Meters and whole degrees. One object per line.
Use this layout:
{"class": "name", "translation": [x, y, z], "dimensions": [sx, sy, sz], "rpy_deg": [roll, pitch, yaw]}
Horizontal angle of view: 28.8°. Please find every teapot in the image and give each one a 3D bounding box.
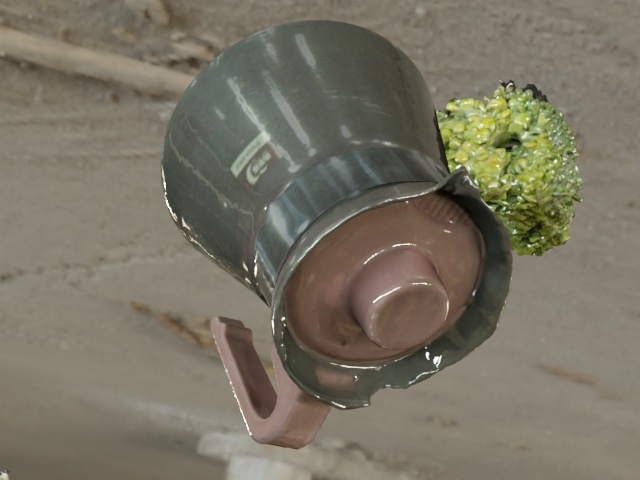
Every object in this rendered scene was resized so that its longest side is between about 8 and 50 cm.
{"class": "teapot", "translation": [0.000, 0.000, 1.241], "dimensions": [0.305, 0.376, 0.362], "rpy_deg": [16, -155, -29]}

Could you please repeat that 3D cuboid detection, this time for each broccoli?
{"class": "broccoli", "translation": [0.231, -0.060, 1.605], "dimensions": [0.180, 0.273, 0.242], "rpy_deg": [51, 175, 41]}

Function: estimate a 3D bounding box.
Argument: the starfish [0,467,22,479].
{"class": "starfish", "translation": [-0.427, 0.372, 1.648], "dimensions": [0.324, 0.082, 0.432], "rpy_deg": [-10, 151, 38]}
